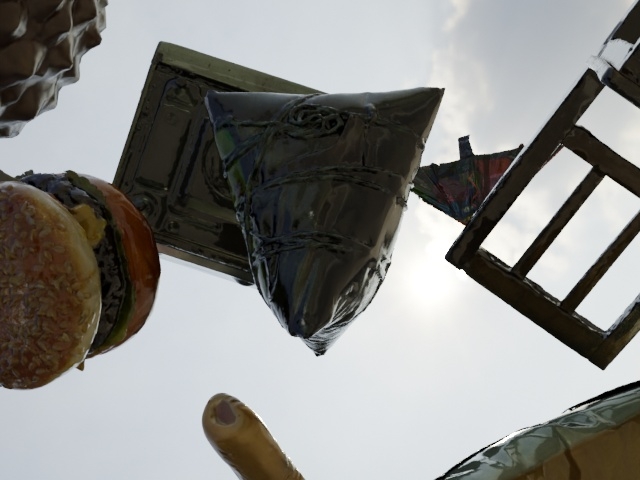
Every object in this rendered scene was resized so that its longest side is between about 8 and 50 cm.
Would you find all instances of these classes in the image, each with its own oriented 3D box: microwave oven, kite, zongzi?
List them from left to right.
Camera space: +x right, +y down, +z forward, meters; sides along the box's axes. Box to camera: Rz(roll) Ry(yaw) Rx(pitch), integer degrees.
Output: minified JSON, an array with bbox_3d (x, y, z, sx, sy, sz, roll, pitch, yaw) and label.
[{"bbox_3d":[-0.114,-0.097,1.658,0.395,0.247,0.332,17,-100,-5],"label":"microwave oven"},{"bbox_3d":[0.000,0.000,1.412,0.362,0.319,0.383,91,-179,-68],"label":"zongzi"},{"bbox_3d":[0.257,-0.100,1.720,0.016,0.321,0.233,68,-164,-44],"label":"kite"}]

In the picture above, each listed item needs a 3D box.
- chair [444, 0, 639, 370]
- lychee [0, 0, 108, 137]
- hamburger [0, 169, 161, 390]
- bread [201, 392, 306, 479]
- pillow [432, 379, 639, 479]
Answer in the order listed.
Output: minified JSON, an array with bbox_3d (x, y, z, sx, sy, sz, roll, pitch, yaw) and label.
[{"bbox_3d":[0.272,-0.071,0.746,0.416,0.203,0.240,-56,2,17],"label":"chair"},{"bbox_3d":[-0.213,-0.167,0.459,0.268,0.268,0.267,-7,-81,-50],"label":"lychee"},{"bbox_3d":[-0.361,0.045,1.334,0.225,0.291,0.290,-18,-73,-59],"label":"hamburger"},{"bbox_3d":[-0.116,0.391,1.865,0.091,0.142,0.305,-51,-44,-22],"label":"bread"},{"bbox_3d":[0.151,0.242,0.800,0.313,0.119,0.310,-16,-39,-29],"label":"pillow"}]
